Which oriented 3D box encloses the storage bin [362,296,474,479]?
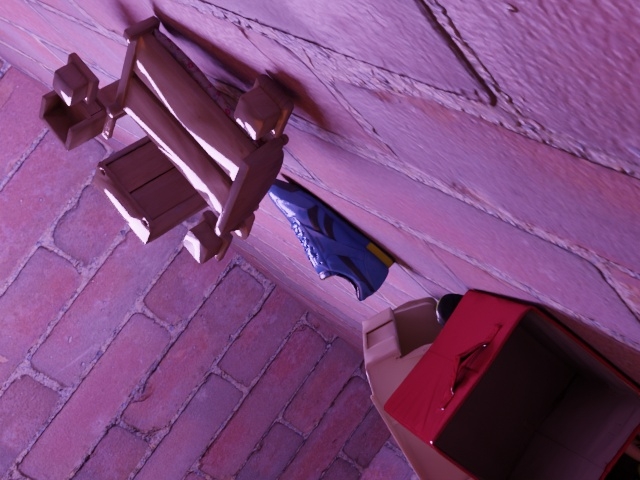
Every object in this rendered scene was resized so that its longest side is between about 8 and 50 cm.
[{"bbox_3d":[0.163,0.222,1.520,0.260,0.123,0.262,60,-174,-8],"label":"storage bin"}]

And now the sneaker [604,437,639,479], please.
[{"bbox_3d":[0.431,0.362,1.578,0.384,0.145,0.147,38,175,-27],"label":"sneaker"}]

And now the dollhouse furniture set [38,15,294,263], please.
[{"bbox_3d":[-0.137,-0.170,1.246,0.303,0.174,0.355,48,146,11],"label":"dollhouse furniture set"}]

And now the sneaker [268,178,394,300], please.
[{"bbox_3d":[0.000,0.000,1.544,0.209,0.082,0.069,39,175,-6],"label":"sneaker"}]

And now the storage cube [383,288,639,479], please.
[{"bbox_3d":[0.214,0.184,1.274,0.215,0.184,0.193,37,175,-12],"label":"storage cube"}]

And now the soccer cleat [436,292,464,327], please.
[{"bbox_3d":[0.216,0.119,1.403,0.179,0.060,0.072,38,157,-28],"label":"soccer cleat"}]
